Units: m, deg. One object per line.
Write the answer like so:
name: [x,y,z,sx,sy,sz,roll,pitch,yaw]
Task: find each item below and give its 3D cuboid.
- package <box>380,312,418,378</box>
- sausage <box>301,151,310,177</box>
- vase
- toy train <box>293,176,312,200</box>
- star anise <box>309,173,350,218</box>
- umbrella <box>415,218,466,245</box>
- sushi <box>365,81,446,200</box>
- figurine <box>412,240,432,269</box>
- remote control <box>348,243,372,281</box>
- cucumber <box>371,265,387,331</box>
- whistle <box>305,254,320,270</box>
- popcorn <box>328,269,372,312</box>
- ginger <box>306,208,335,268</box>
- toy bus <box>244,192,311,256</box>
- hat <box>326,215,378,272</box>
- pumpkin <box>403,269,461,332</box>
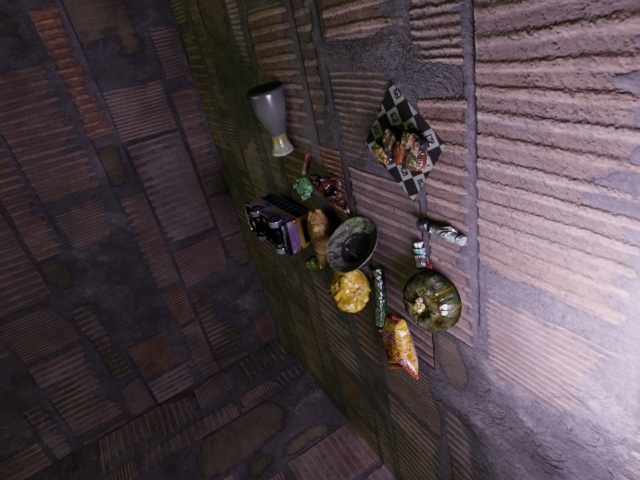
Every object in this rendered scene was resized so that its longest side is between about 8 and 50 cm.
package: [0.346,0.454,1.819,0.223,0.108,0.288,169,88,-69]
sausage: [-0.074,-0.358,1.996,0.029,0.029,0.223,56,156,21]
vase: [-0.222,-0.572,1.947,0.173,0.173,0.321,37,152,49]
toy train: [-0.077,-0.263,2.053,0.099,0.081,0.149,60,152,13]
star anise: [0.059,-0.215,1.788,0.272,0.102,0.272,46,179,1]
umbrella: [0.381,-0.030,1.301,0.188,0.046,0.050,33,162,51]
sushi: [0.240,-0.304,1.315,0.292,0.059,0.294,56,157,21]
figurine: [0.361,0.054,1.447,0.059,0.047,0.106,-8,101,30]
remote control: [0.181,0.088,1.905,0.261,0.029,0.067,52,162,32]
cucumber: [0.261,0.257,1.774,0.067,0.067,0.294,15,113,62]
whistle: [-0.033,0.129,2.345,0.227,0.105,0.085,175,101,-70]
popcorn: [0.131,0.212,1.880,0.253,0.191,0.190,50,168,53]
ginger: [-0.017,-0.016,2.065,0.236,0.166,0.376,46,147,20]
toy bus: [-0.235,-0.109,2.333,0.439,0.249,0.210,29,139,46]
hat: [0.161,0.039,1.736,0.128,0.266,0.265,36,-178,-43]
pumpkin: [0.383,0.214,1.414,0.223,0.157,0.224,33,131,46]
